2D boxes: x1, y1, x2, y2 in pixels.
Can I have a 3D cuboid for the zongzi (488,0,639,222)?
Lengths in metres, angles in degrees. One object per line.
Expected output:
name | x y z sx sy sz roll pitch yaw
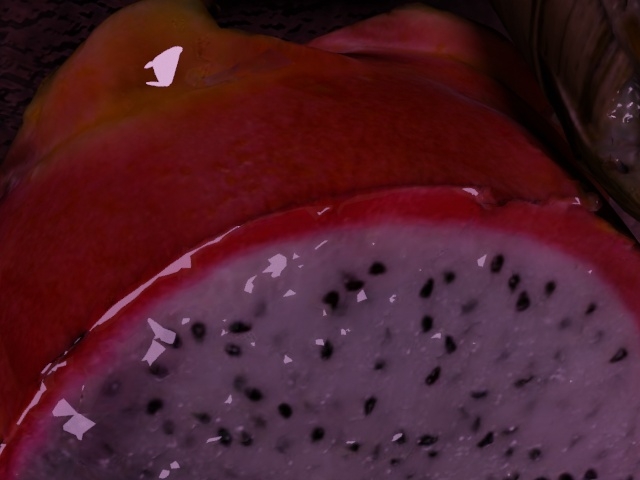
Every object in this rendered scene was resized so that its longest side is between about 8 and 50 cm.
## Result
zongzi | 0.139 -0.162 0.519 0.134 0.286 0.288 5 128 -23

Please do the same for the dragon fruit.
dragon fruit | -0.023 0.043 0.656 0.305 0.226 0.305 -11 128 -14
